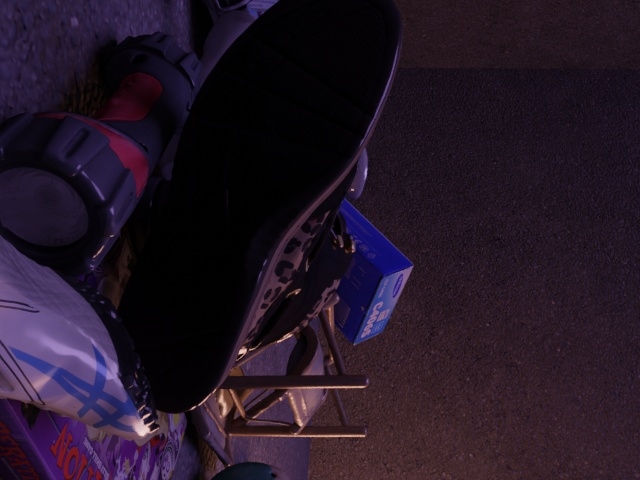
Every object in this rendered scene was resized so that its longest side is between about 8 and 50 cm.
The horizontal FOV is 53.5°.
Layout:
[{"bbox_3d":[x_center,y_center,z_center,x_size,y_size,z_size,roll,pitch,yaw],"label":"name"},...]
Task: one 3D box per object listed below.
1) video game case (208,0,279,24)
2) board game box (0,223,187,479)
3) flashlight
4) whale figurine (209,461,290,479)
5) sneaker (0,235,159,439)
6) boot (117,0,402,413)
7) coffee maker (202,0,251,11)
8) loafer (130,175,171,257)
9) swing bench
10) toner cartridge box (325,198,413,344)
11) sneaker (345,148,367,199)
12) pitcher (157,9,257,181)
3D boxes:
[{"bbox_3d":[-0.071,-0.310,0.969,0.244,0.061,0.269,71,22,-12],"label":"video game case"},{"bbox_3d":[-0.192,0.153,0.565,0.208,0.056,0.347,-77,168,-47],"label":"board game box"},{"bbox_3d":[-0.168,-0.094,0.505,0.304,0.103,0.103,-89,179,-56],"label":"flashlight"},{"bbox_3d":[-0.138,0.461,0.940,0.272,0.141,0.216,-66,-161,7],"label":"whale figurine"},{"bbox_3d":[-0.171,0.057,0.360,0.085,0.086,0.237,56,-3,42],"label":"sneaker"},{"bbox_3d":[-0.030,-0.032,0.619,0.377,0.138,0.284,-65,168,4],"label":"boot"},{"bbox_3d":[-0.128,-0.355,0.683,0.178,0.120,0.171,-42,133,-84],"label":"coffee maker"},{"bbox_3d":[-0.146,0.058,0.754,0.109,0.095,0.302,-84,173,-48],"label":"loafer"},{"bbox_3d":[-0.068,0.237,1.008,0.253,0.254,0.165,86,-14,-57],"label":"swing bench"},{"bbox_3d":[0.000,0.000,1.119,0.348,0.075,0.165,47,-43,31],"label":"toner cartridge box"},{"bbox_3d":[-0.030,-0.165,1.094,0.292,0.169,0.108,-116,-142,-57],"label":"sneaker"},{"bbox_3d":[-0.133,-0.147,0.773,0.178,0.125,0.207,-35,-142,53],"label":"pitcher"}]
